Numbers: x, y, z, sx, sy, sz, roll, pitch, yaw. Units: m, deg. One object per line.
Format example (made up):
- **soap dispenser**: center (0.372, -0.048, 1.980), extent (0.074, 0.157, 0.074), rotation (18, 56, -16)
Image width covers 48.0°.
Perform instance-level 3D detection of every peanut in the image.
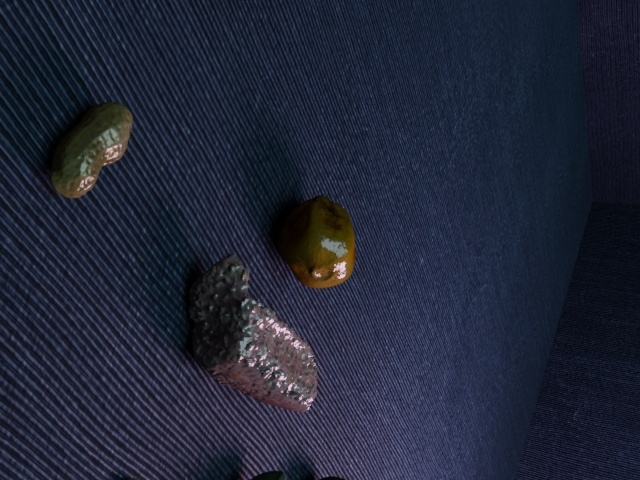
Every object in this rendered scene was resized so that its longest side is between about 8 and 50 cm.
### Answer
- **peanut**: center (-0.219, -0.088, 0.689), extent (0.113, 0.054, 0.054), rotation (-61, 144, -29)

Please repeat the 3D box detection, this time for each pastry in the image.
- **pastry**: center (-0.083, 0.143, 0.917), extent (0.112, 0.103, 0.265), rotation (-80, 149, -41)

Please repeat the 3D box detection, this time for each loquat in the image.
- **loquat**: center (0.000, 0.000, 1.028), extent (0.137, 0.113, 0.137), rotation (44, 37, -46)

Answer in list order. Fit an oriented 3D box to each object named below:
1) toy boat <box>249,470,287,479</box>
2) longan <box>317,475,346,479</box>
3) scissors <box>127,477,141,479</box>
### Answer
- **toy boat**: center (-0.114, 0.402, 0.931), extent (0.260, 0.085, 0.078), rotation (-49, 172, -45)
- **longan**: center (0.012, 0.434, 1.158), extent (0.113, 0.092, 0.113), rotation (-44, 174, -5)
- **scissors**: center (-0.229, 0.370, 0.795), extent (0.133, 0.020, 0.187), rotation (-33, 122, -50)
